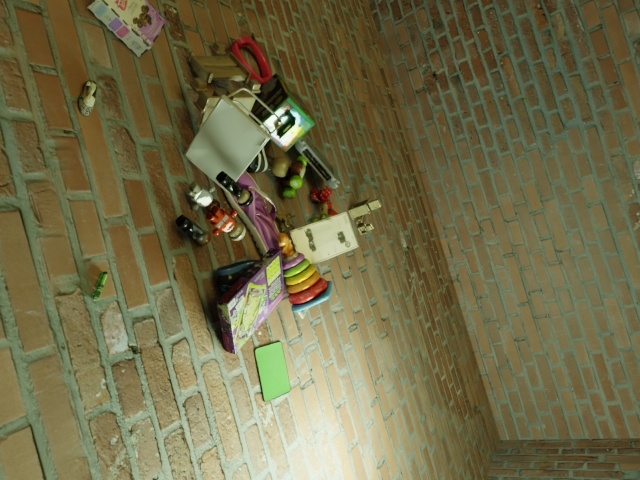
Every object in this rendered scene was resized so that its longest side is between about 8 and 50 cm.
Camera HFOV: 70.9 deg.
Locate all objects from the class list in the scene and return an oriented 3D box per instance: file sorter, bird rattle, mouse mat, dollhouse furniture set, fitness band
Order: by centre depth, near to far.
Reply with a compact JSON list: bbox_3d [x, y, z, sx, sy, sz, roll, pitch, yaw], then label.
[{"bbox_3d":[-0.289,-0.349,1.529,0.193,0.277,0.173,41,37,-10],"label":"file sorter"},{"bbox_3d":[-0.170,0.466,1.609,0.152,0.007,0.190,0,74,-56],"label":"mouse mat"},{"bbox_3d":[-0.423,-0.579,1.696,0.303,0.174,0.356,-21,64,-46],"label":"dollhouse furniture set"},{"bbox_3d":[-0.288,-0.756,1.911,0.209,0.054,0.291,60,19,-18],"label":"fitness band"},{"bbox_3d":[0.026,-0.122,2.110,0.207,0.143,0.254,47,26,-51],"label":"bird rattle"},{"bbox_3d":[0.271,-0.138,2.376,0.161,0.181,0.101,61,35,-17],"label":"dollhouse furniture set"}]

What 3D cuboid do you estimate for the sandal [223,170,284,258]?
[{"bbox_3d":[-0.227,-0.115,1.707,0.417,0.102,0.169,62,34,-16],"label":"sandal"}]

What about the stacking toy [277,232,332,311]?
[{"bbox_3d":[-0.092,0.106,1.711,0.302,0.165,0.175,63,14,-13],"label":"stacking toy"}]

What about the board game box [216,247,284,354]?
[{"bbox_3d":[-0.226,0.196,1.538,0.347,0.056,0.208,-49,139,-53],"label":"board game box"}]

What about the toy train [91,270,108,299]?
[{"bbox_3d":[-0.571,0.115,1.166,0.017,0.023,0.083,38,47,-41],"label":"toy train"}]

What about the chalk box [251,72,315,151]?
[{"bbox_3d":[-0.155,-0.506,1.834,0.179,0.180,0.289,35,24,-43],"label":"chalk box"}]

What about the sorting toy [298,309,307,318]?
[{"bbox_3d":[-0.080,0.267,1.827,0.083,0.012,0.062,58,36,-21],"label":"sorting toy"}]

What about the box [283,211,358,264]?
[{"bbox_3d":[0.000,0.000,1.885,0.289,0.087,0.169,-22,93,-28],"label":"box"}]

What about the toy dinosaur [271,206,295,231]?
[{"bbox_3d":[-0.158,-0.086,1.855,0.183,0.053,0.093,8,55,-65],"label":"toy dinosaur"}]

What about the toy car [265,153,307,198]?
[{"bbox_3d":[-0.169,-0.293,1.892,0.188,0.149,0.155,23,48,-15],"label":"toy car"}]

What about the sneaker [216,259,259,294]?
[{"bbox_3d":[-0.272,0.123,1.564,0.232,0.081,0.091,-15,102,-57],"label":"sneaker"}]

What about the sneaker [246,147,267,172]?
[{"bbox_3d":[-0.283,-0.374,1.766,0.121,0.079,0.217,-20,93,-57],"label":"sneaker"}]

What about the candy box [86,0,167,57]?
[{"bbox_3d":[-0.617,-0.727,1.448,0.196,0.070,0.165,42,44,-38],"label":"candy box"}]

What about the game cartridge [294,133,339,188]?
[{"bbox_3d":[-0.020,-0.389,2.115,0.294,0.060,0.196,47,21,-24],"label":"game cartridge"}]

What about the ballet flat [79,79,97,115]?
[{"bbox_3d":[-0.656,-0.409,1.272,0.041,0.041,0.115,25,56,-49],"label":"ballet flat"}]

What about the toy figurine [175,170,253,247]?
[{"bbox_3d":[-0.335,-0.093,1.443,0.148,0.209,0.213,43,41,-47],"label":"toy figurine"}]
